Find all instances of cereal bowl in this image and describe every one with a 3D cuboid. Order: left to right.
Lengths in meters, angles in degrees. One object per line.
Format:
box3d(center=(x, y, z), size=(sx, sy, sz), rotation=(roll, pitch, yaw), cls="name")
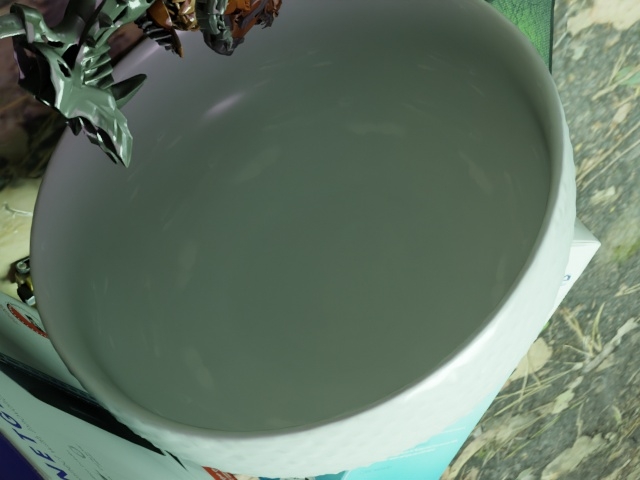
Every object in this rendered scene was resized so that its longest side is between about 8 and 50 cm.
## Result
box3d(center=(0.000, 0.000, 1.084), size=(0.339, 0.339, 0.141), rotation=(-37, 144, -5), cls="cereal bowl")

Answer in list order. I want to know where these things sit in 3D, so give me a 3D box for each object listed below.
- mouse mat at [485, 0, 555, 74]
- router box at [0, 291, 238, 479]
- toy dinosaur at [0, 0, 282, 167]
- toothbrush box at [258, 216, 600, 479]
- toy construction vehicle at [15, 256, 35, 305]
box3d(center=(0.125, -0.123, 1.386), size=(0.153, 0.007, 0.189), rotation=(-31, 149, -15), cls="mouse mat")
box3d(center=(-0.167, 0.125, 1.034), size=(0.082, 0.335, 0.301), rotation=(-54, 141, 2), cls="router box")
box3d(center=(-0.122, -0.184, 0.958), size=(0.218, 0.164, 0.322), rotation=(-53, 131, -6), cls="toy dinosaur")
box3d(center=(0.035, 0.041, 1.293), size=(0.126, 0.216, 0.295), rotation=(-6, 135, -42), cls="toothbrush box")
box3d(center=(-0.184, 0.044, 1.242), size=(0.098, 0.035, 0.086), rotation=(-24, 146, -24), cls="toy construction vehicle")
